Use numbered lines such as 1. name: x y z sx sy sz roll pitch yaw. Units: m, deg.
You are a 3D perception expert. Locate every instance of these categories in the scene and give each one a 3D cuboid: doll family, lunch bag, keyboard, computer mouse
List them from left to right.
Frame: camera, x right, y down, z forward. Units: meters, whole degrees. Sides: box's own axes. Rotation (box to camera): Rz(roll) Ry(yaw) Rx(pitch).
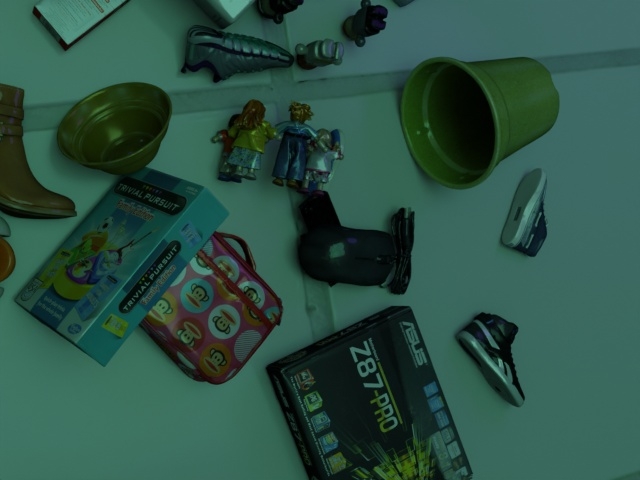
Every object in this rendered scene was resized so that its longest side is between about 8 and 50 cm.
1. lunch bag: -0.221 0.101 1.791 0.293 0.120 0.258 47 69 -16
2. doll family: -0.081 -0.189 1.820 0.262 0.118 0.163 10 81 -1
3. keyboard: 0.000 0.000 1.925 0.100 0.038 0.192 -29 110 -22
4. computer mouse: 0.087 0.025 1.914 0.272 0.072 0.189 0 98 -29

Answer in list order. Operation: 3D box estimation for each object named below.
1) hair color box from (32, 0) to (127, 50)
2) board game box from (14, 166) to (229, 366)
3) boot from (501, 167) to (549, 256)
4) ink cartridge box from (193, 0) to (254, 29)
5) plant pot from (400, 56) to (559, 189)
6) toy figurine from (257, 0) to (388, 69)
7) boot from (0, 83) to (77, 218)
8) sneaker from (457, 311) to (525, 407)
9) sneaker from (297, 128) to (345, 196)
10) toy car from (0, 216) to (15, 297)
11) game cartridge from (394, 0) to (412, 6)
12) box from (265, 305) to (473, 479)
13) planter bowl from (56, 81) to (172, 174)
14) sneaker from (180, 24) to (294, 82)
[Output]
1. hair color box: -0.437 -0.441 1.749 0.167 0.053 0.093 -43 103 -17
2. board game box: -0.352 0.029 1.655 0.336 0.253 0.079 -53 130 -16
3. boot: 0.477 -0.061 2.114 0.086 0.069 0.190 26 87 -27
4. ink cartridge box: -0.217 -0.638 1.755 0.285 0.166 0.395 -46 105 -4
5. plant pot: 0.353 -0.271 1.979 0.254 0.276 0.276 -21 96 -34
6. toy figurine: 0.004 -0.459 1.890 0.213 0.148 0.209 -42 109 -21
7. boot: -0.553 -0.160 1.676 0.283 0.109 0.220 14 79 -14
8. sneaker: 0.406 0.250 2.059 0.121 0.079 0.217 -42 102 -17
9. sneaker: -0.009 -0.166 1.913 0.084 0.058 0.152 23 86 -29
10. toy car: -0.613 0.030 1.614 0.182 0.136 0.159 6 86 -22
11. game cartridge: 0.160 -0.660 2.006 0.196 0.060 0.294 -34 101 -16
12. box: 0.104 0.373 1.922 0.318 0.097 0.395 -23 96 -25
13. planter bowl: -0.362 -0.186 1.727 0.217 0.217 0.090 -39 141 -19
14. sneaker: -0.165 -0.354 1.862 0.223 0.083 0.098 9 114 -25
